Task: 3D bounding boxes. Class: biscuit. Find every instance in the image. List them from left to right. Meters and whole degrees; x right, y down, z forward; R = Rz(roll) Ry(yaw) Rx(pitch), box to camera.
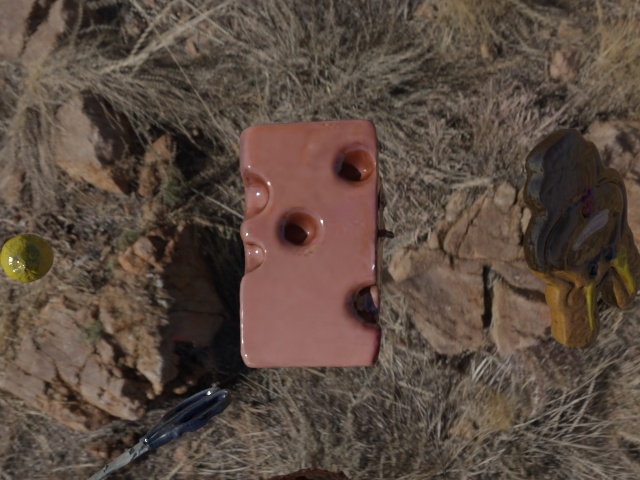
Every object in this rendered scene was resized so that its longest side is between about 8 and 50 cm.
[{"bbox_3d":[0.336,-0.002,0.941,0.186,0.295,0.044,-42,30,-21],"label":"biscuit"}]

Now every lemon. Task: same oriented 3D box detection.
[{"bbox_3d":[-0.479,0.029,1.199,0.082,0.111,0.082,-2,97,-19],"label":"lemon"}]

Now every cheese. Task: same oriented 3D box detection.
[{"bbox_3d":[0.001,0.028,0.640,0.128,0.202,0.177,-1,57,6],"label":"cheese"}]

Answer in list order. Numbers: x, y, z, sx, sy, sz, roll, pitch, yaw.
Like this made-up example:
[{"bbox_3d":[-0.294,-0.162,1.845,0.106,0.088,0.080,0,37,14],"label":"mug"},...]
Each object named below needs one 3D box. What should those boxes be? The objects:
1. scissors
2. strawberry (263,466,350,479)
[{"bbox_3d":[-0.252,0.291,1.008,0.300,0.109,0.022,-33,102,-29],"label":"scissors"},{"bbox_3d":[-0.028,0.275,0.681,0.085,0.192,0.140,6,91,34],"label":"strawberry"}]
